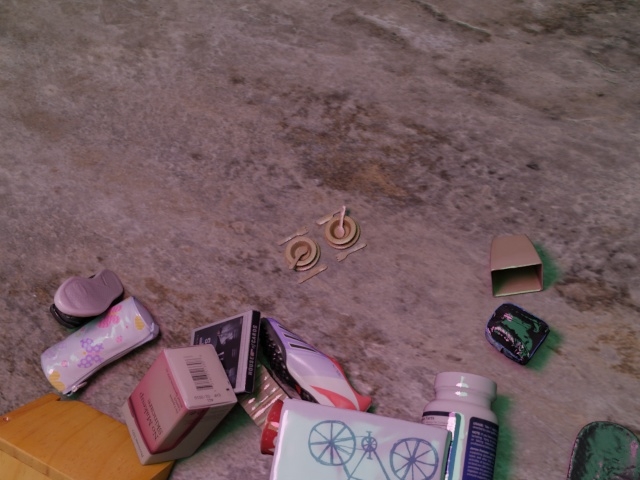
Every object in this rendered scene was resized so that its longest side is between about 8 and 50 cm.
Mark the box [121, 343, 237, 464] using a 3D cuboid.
[{"bbox_3d":[-0.302,0.346,1.614,0.232,0.127,0.148,-51,55,33],"label":"box"}]

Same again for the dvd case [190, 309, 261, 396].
[{"bbox_3d":[-0.219,0.261,1.679,0.239,0.030,0.179,-21,56,44],"label":"dvd case"}]

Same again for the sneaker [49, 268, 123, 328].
[{"bbox_3d":[-0.569,0.155,1.766,0.147,0.296,0.104,-37,92,8],"label":"sneaker"}]

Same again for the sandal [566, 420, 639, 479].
[{"bbox_3d":[0.500,0.551,1.409,0.168,0.107,0.445,7,69,16],"label":"sandal"}]

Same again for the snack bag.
[{"bbox_3d":[0.060,0.477,1.378,0.323,0.037,0.342,10,66,3],"label":"snack bag"}]

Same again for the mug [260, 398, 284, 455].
[{"bbox_3d":[-0.021,0.404,1.516,0.169,0.150,0.113,12,33,14],"label":"mug"}]

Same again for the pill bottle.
[{"bbox_3d":[0.269,0.402,1.504,0.153,0.153,0.264,7,69,16],"label":"pill bottle"}]

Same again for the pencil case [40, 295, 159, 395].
[{"bbox_3d":[-0.514,0.244,1.781,0.273,0.113,0.124,-35,47,-4],"label":"pencil case"}]

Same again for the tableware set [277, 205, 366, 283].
[{"bbox_3d":[0.000,0.000,1.809,0.194,0.039,0.128,-29,63,0],"label":"tableware set"}]

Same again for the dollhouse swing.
[{"bbox_3d":[-0.558,0.568,1.626,0.347,0.315,0.304,22,105,16],"label":"dollhouse swing"}]

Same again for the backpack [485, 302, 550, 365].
[{"bbox_3d":[0.406,0.195,1.601,0.114,0.084,0.105,35,78,19],"label":"backpack"}]

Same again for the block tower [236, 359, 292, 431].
[{"bbox_3d":[-0.056,0.410,1.613,0.097,0.091,0.335,-40,63,-6],"label":"block tower"}]

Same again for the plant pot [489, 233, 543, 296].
[{"bbox_3d":[0.419,0.048,1.658,0.109,0.109,0.096,-8,53,10],"label":"plant pot"}]

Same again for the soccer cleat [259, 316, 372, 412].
[{"bbox_3d":[-0.022,0.279,1.670,0.116,0.108,0.318,-27,57,-26],"label":"soccer cleat"}]
